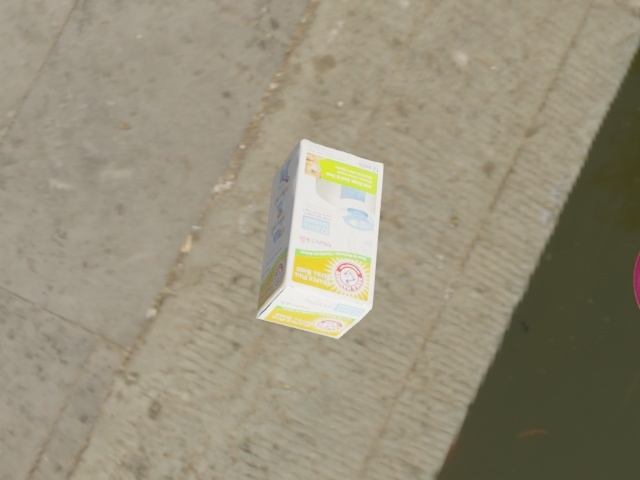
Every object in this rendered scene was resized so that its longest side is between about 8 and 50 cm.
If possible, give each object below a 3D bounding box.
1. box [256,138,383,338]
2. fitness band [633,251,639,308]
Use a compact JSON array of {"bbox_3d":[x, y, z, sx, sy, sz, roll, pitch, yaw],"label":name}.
[{"bbox_3d":[0.000,0.000,1.473,0.114,0.103,0.203,16,59,-17],"label":"box"},{"bbox_3d":[0.553,0.088,1.632,0.209,0.054,0.291,-42,71,13],"label":"fitness band"}]
